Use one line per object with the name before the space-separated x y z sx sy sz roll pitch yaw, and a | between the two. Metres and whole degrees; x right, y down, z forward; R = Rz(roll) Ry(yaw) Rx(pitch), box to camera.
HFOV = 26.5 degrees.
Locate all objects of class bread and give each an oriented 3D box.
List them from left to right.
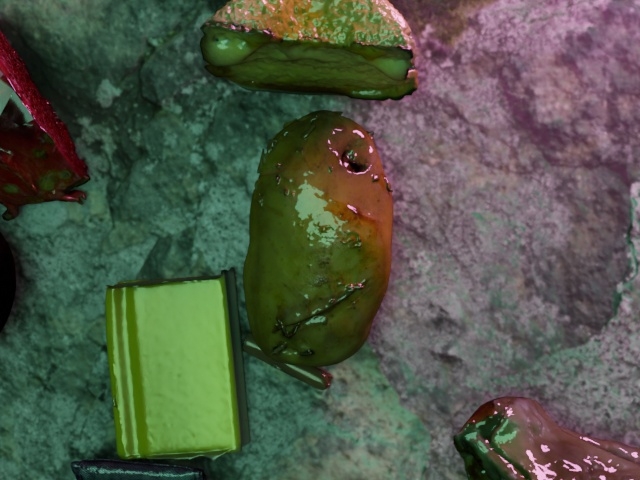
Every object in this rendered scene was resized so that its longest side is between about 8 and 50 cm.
bread | -0.011 -0.251 1.555 0.251 0.174 0.133 4 77 6

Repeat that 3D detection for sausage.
sausage | -0.040 0.147 1.645 0.116 0.026 0.026 27 96 6

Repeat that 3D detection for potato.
potato | 0.000 0.000 1.576 0.172 0.140 0.300 8 97 13

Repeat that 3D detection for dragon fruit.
dragon fruit | -0.410 -0.134 1.638 0.161 0.126 0.274 -32 87 8

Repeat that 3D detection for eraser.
eraser | -0.174 0.152 1.643 0.157 0.069 0.226 -5 91 7

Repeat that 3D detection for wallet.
wallet | -0.213 0.308 1.650 0.165 0.030 0.111 2 126 8

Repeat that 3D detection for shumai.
shumai | 0.271 0.273 1.496 0.260 0.225 0.222 -12 103 31

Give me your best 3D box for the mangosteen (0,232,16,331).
mangosteen | -0.480 0.057 1.629 0.216 0.216 0.216 0 92 8
